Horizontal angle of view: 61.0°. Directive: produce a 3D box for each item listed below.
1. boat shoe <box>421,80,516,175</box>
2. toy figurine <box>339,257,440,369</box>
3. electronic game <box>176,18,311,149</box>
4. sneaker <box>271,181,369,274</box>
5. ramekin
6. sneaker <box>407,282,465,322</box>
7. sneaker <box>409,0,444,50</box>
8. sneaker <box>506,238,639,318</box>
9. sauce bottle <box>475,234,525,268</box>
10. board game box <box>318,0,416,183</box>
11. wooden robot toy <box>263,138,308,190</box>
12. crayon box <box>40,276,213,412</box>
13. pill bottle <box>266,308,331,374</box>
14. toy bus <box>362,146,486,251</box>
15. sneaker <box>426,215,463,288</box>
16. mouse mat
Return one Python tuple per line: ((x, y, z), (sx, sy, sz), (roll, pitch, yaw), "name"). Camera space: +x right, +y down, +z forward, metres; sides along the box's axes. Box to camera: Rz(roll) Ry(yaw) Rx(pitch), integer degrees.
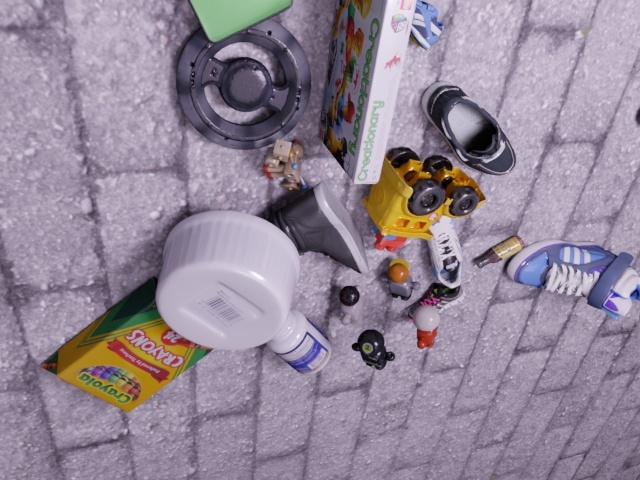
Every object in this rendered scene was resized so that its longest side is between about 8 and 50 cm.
((0.324, -0.209, 1.126), (0.302, 0.091, 0.114), (26, 111, -35), "boat shoe")
((0.154, 0.170, 1.254), (0.213, 0.209, 0.148), (-23, 146, -1), "toy figurine")
((-0.128, -0.265, 0.925), (0.229, 0.048, 0.229), (-7, 119, -13), "electronic game")
((0.000, 0.000, 1.151), (0.147, 0.104, 0.296), (-22, 141, 15), "sneaker")
((-0.180, 0.089, 1.049), (0.277, 0.135, 0.277), (2, 132, 2), "ramekin")
((0.295, 0.150, 1.398), (0.170, 0.063, 0.075), (-27, 131, -8), "sneaker")
((0.167, -0.399, 0.950), (0.059, 0.053, 0.144), (-43, 137, 12), "sneaker")
((0.682, 0.107, 1.412), (0.323, 0.236, 0.130), (-5, 126, -20), "sneaker")
((0.458, 0.032, 1.391), (0.128, 0.042, 0.042), (-30, 130, -3), "sauce bottle")
((0.066, -0.273, 0.907), (0.053, 0.193, 0.305), (-5, 125, -20), "board game box")
((-0.064, -0.157, 1.025), (0.076, 0.079, 0.173), (9, 163, 13), "wooden robot toy")
((-0.404, 0.244, 1.162), (0.318, 0.081, 0.202), (-37, 130, 7), "crayon box")
((-0.064, 0.225, 1.270), (0.112, 0.112, 0.186), (-36, 129, 5), "pill bottle")
((0.202, -0.066, 1.149), (0.220, 0.149, 0.211), (5, 127, -28), "toy bus")
((0.295, 0.016, 1.285), (0.085, 0.086, 0.237), (-25, 129, -2), "sneaker")
((-0.142, -0.414, 0.816), (0.153, 0.007, 0.189), (-27, 117, -2), "mouse mat")
